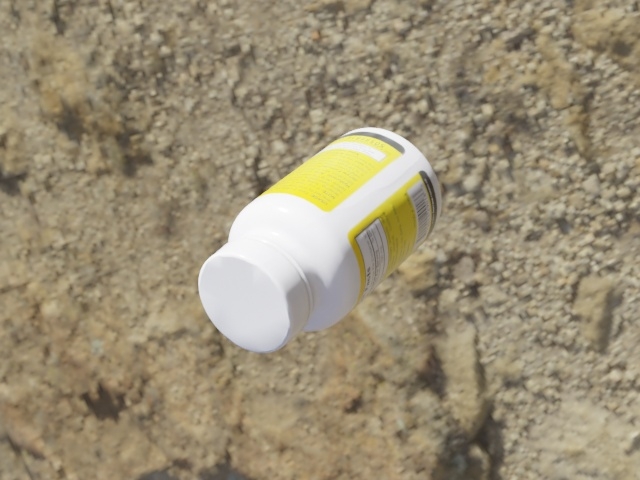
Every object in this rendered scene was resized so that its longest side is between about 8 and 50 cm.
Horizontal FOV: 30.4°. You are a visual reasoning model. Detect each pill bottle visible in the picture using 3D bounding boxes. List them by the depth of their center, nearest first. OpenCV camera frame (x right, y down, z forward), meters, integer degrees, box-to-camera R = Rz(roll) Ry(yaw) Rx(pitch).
[{"bbox_3d":[0.000,0.000,0.519,0.065,0.116,0.065,19,126,27],"label":"pill bottle"}]
